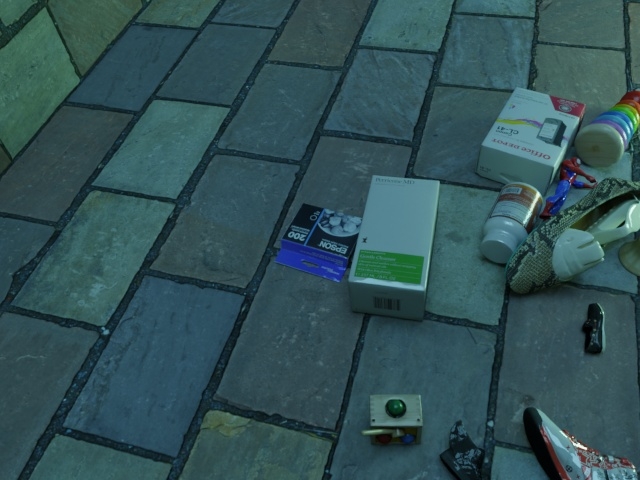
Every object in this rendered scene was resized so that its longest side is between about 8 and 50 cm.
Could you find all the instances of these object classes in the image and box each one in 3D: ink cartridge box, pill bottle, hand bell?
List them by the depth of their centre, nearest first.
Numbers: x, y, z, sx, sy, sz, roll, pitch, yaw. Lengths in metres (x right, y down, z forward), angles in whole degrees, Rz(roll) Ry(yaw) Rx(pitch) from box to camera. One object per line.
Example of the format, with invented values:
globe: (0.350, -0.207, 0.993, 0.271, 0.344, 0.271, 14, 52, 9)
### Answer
hand bell: (0.843, -0.027, 1.458, 0.126, 0.242, 0.126, -3, 51, 4)
pill bottle: (0.513, -0.046, 1.589, 0.121, 0.121, 0.216, 21, 57, 21)
ink cartridge box: (0.000, 0.000, 1.659, 0.206, 0.045, 0.208, 16, 56, 18)
ink cartridge box: (0.637, -0.306, 1.777, 0.226, 0.131, 0.306, 22, 56, 22)

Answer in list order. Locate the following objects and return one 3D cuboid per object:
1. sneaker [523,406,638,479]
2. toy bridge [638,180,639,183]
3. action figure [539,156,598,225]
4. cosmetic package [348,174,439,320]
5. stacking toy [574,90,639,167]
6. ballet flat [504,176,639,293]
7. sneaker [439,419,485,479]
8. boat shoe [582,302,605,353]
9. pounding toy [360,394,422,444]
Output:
sneaker: (0.543, 0.453, 1.208, 0.145, 0.090, 0.270, -18, 55, -9)
toy bridge: (0.938, -0.100, 1.643, 0.063, 0.026, 0.188, -10, 51, -1)
action figure: (0.721, -0.134, 1.656, 0.139, 0.091, 0.280, 15, 55, 25)
cosmetic package: (0.202, 0.012, 1.556, 0.197, 0.155, 0.365, 5, 54, 12)
stacking toy: (0.913, -0.361, 1.802, 0.141, 0.141, 0.330, 31, 54, 27)
ballet flat: (0.687, -0.019, 1.501, 0.483, 0.164, 0.182, -34, 21, -21)
sneaker: (0.320, 0.473, 1.239, 0.089, 0.051, 0.170, -33, 52, -13)
boat shoe: (0.657, 0.208, 1.415, 0.042, 0.049, 0.133, 11, 58, 5)
pounding toy: (0.152, 0.394, 1.263, 0.130, 0.141, 0.100, -2, 52, 5)
